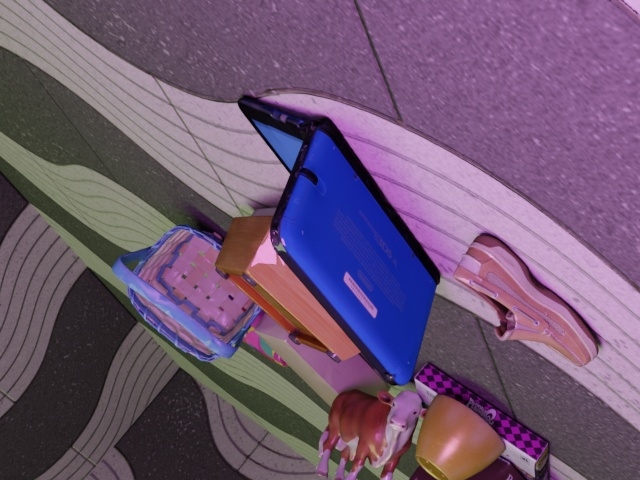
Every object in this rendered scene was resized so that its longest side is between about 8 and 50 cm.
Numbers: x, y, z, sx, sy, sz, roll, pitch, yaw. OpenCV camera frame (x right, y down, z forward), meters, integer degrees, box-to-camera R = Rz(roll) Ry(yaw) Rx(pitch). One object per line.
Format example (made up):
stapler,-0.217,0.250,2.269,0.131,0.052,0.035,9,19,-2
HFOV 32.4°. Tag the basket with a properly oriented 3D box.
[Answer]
basket,-0.230,0.092,1.974,0.255,0.201,0.289,39,-164,0

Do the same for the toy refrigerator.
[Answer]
toy refrigerator,0.008,0.218,2.043,0.102,0.094,0.269,11,150,52

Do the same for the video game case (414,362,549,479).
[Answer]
video game case,0.263,0.308,1.779,0.232,0.042,0.210,32,163,26

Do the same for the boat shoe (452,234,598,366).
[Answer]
boat shoe,0.215,0.081,1.182,0.190,0.072,0.068,42,165,-9

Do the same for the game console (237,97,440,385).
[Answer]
game console,0.000,0.000,1.300,0.173,0.250,0.293,-9,136,35

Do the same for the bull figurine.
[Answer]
bull figurine,0.086,0.335,1.867,0.101,0.188,0.310,26,171,-15

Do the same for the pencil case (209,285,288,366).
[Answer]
pencil case,-0.116,0.159,2.163,0.236,0.104,0.104,25,159,38

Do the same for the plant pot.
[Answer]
plant pot,0.201,0.317,1.688,0.134,0.095,0.134,37,162,14

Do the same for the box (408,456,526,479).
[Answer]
box,0.237,0.457,1.796,0.168,0.203,0.167,47,164,-31

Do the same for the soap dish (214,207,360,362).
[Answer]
soap dish,-0.032,0.062,1.590,0.229,0.118,0.291,44,170,-12
